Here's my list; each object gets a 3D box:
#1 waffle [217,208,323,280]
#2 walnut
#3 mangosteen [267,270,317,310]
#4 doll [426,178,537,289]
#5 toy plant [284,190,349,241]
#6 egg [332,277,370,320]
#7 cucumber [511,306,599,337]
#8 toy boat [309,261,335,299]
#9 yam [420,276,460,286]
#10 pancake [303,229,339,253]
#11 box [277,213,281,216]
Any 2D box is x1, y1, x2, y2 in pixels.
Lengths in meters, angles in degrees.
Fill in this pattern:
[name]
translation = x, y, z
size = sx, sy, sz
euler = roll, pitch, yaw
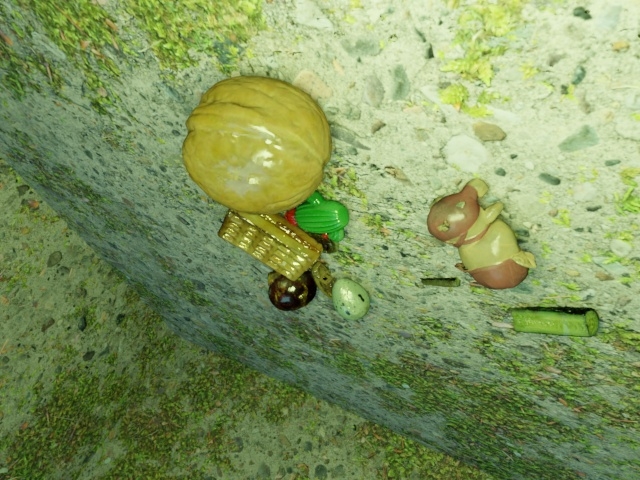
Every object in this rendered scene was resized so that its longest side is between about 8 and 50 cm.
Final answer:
[waffle]
translation = -0.169, -0.004, 1.521
size = 0.328, 0.098, 0.224
euler = 32, 149, -8
[walnut]
translation = -0.144, -0.210, 1.021
size = 0.333, 0.332, 0.332
euler = 23, 150, 14
[mangosteen]
translation = -0.119, 0.159, 1.732
size = 0.217, 0.192, 0.192
euler = 63, 150, 8
[doll]
translation = 0.360, -0.003, 1.041
size = 0.255, 0.152, 0.196
euler = 50, -179, -3
[toy plant]
translation = -0.020, -0.082, 1.340
size = 0.241, 0.088, 0.154
euler = 26, 140, 30
[egg]
translation = 0.103, 0.208, 1.623
size = 0.131, 0.131, 0.164
euler = -11, 125, 51
[cucumber]
translation = 0.622, 0.210, 1.229
size = 0.211, 0.062, 0.077
euler = -7, 100, 56
[toy boat]
translation = 0.023, 0.151, 1.670
size = 0.072, 0.064, 0.206
euler = 27, 156, 43
[yam]
translation = 0.354, 0.126, 1.371
size = 0.130, 0.027, 0.033
euler = -7, 133, 49
[pancake]
translation = 0.003, -0.003, 1.501
size = 0.130, 0.022, 0.116
euler = 27, 151, -2
[box]
translation = -0.157, -0.053, 1.561
size = 0.220, 0.032, 0.122
euler = 43, 148, -19
